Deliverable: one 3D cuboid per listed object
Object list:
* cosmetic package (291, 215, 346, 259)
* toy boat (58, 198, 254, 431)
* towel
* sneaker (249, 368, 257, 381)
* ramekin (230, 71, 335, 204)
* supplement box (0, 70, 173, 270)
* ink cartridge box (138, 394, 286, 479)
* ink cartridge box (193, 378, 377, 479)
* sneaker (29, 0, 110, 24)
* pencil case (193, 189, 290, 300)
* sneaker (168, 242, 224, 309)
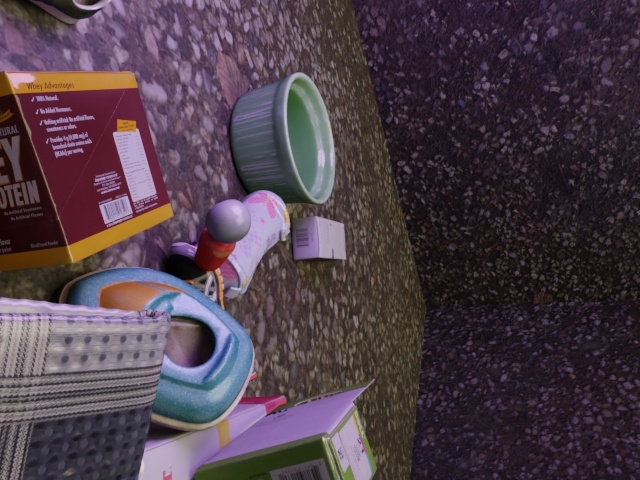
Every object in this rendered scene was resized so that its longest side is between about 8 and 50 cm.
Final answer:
[{"bbox_3d":[0.000,0.000,1.427,0.231,0.086,0.117,5,80,-68],"label":"cosmetic package"},{"bbox_3d":[-0.190,0.078,0.681,0.267,0.148,0.318,30,46,-9],"label":"toy boat"},{"bbox_3d":[-0.299,0.200,0.411,0.324,0.056,0.312,13,87,-50],"label":"towel"},{"bbox_3d":[-0.182,0.249,0.947,0.161,0.057,0.075,1,67,-68],"label":"sneaker"},{"bbox_3d":[-0.085,-0.227,1.174,0.303,0.148,0.303,-6,90,-69],"label":"ramekin"},{"bbox_3d":[-0.305,-0.089,0.588,0.191,0.129,0.194,-46,127,-65],"label":"supplement box"},{"bbox_3d":[-0.191,0.397,0.716,0.385,0.160,0.279,21,64,-67],"label":"ink cartridge box"},{"bbox_3d":[-0.019,0.290,0.691,0.255,0.189,0.097,-2,71,-70],"label":"ink cartridge box"},{"bbox_3d":[-0.345,-0.328,0.609,0.192,0.086,0.064,-9,93,-69],"label":"sneaker"},{"bbox_3d":[-0.153,0.003,0.982,0.124,0.113,0.273,54,30,-13],"label":"pencil case"},{"bbox_3d":[-0.215,0.106,0.849,0.083,0.084,0.214,-42,123,-54],"label":"sneaker"}]
